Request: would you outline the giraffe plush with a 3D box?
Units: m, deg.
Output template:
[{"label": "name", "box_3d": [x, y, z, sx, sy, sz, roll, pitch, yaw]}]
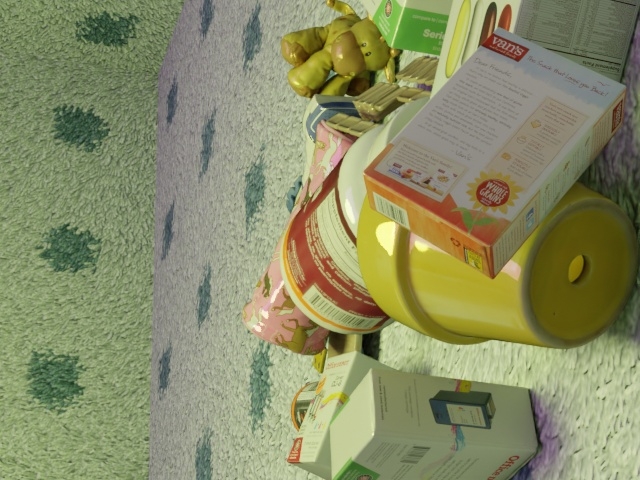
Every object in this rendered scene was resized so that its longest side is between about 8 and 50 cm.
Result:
[{"label": "giraffe plush", "box_3d": [0.058, -0.324, 2.032, 0.210, 0.181, 0.170, -51, 25, -12]}]

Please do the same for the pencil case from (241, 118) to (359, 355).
[{"label": "pencil case", "box_3d": [0.000, 0.000, 1.933, 0.386, 0.160, 0.167, -68, -12, 13]}]

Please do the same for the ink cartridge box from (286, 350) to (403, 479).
[{"label": "ink cartridge box", "box_3d": [0.054, 0.269, 1.730, 0.176, 0.127, 0.128, -67, 14, -18]}]

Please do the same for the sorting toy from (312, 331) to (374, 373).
[{"label": "sorting toy", "box_3d": [0.053, 0.169, 1.975, 0.274, 0.046, 0.132, 156, 120, -69]}]

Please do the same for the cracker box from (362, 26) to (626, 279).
[{"label": "cracker box", "box_3d": [0.175, -0.092, 1.173, 0.156, 0.232, 0.067, 32, 158, 28]}]

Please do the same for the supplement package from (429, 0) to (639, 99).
[{"label": "supplement package", "box_3d": [0.247, -0.235, 1.371, 0.194, 0.149, 0.203, -137, 57, -68]}]

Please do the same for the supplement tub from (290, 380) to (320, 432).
[{"label": "supplement tub", "box_3d": [0.014, 0.284, 1.956, 0.198, 0.106, 0.106, 153, 123, -69]}]

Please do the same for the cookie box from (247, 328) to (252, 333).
[{"label": "cookie box", "box_3d": [-0.090, 0.150, 2.352, 0.107, 0.092, 0.040, 123, 147, -53]}]

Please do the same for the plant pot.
[{"label": "plant pot", "box_3d": [0.207, 0.008, 1.291, 0.239, 0.254, 0.254, 23, 106, 55]}]

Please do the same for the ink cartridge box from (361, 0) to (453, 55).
[{"label": "ink cartridge box", "box_3d": [0.170, -0.446, 1.733, 0.211, 0.122, 0.289, -109, 31, -55]}]

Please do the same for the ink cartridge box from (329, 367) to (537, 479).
[{"label": "ink cartridge box", "box_3d": [0.134, 0.240, 1.431, 0.154, 0.212, 0.093, 119, 155, -51]}]

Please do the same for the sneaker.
[{"label": "sneaker", "box_3d": [0.027, -0.091, 2.066, 0.315, 0.128, 0.182, 105, 158, -44]}]

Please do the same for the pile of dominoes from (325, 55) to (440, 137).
[{"label": "pile of dominoes", "box_3d": [0.125, -0.205, 1.767, 0.040, 0.196, 0.251, 58, 172, -19]}]

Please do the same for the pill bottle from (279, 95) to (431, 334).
[{"label": "pill bottle", "box_3d": [0.101, -0.028, 1.616, 0.392, 0.224, 0.224, 133, 141, -61]}]
